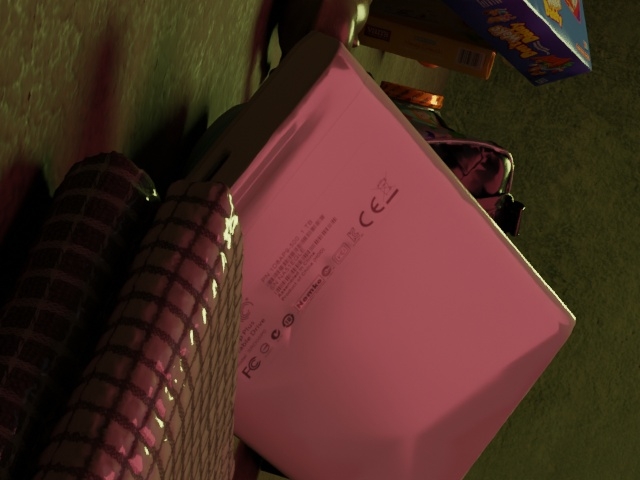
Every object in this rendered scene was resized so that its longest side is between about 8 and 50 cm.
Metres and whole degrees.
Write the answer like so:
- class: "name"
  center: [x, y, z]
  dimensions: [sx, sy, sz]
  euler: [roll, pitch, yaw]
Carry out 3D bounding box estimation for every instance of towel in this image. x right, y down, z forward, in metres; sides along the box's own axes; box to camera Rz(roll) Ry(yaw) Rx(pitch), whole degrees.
- class: "towel"
  center: [-0.126, 0.126, 0.884]
  dimensions: [0.284, 0.121, 0.235]
  euler: [95, 10, -51]

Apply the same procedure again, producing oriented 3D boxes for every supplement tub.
- class: "supplement tub"
  center: [0.106, -0.123, 2.306]
  dimensions: [0.117, 0.117, 0.190]
  euler: [-36, 140, -80]

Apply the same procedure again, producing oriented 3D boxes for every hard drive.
- class: "hard drive"
  center: [0.024, 0.052, 1.129]
  dimensions: [0.233, 0.047, 0.353]
  euler: [-52, 132, -7]

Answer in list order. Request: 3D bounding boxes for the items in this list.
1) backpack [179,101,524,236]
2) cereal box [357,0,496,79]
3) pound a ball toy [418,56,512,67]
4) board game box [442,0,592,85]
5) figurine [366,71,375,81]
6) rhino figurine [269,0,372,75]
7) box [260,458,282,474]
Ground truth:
- class: "backpack"
  center: [0.000, 0.000, 1.234]
  dimensions: [0.253, 0.191, 0.225]
  euler: [-4, 113, -44]
- class: "cereal box"
  center: [0.151, -0.295, 2.033]
  dimensions: [0.240, 0.173, 0.047]
  euler: [-65, 169, -53]
- class: "pound a ball toy"
  center: [0.215, -0.320, 2.375]
  dimensions: [0.319, 0.208, 0.136]
  euler: [-63, 166, -65]
- class: "board game box"
  center: [0.211, -0.349, 1.899]
  dimensions: [0.347, 0.078, 0.233]
  euler: [28, 53, -58]
- class: "figurine"
  center: [0.040, -0.075, 2.051]
  dimensions: [0.209, 0.092, 0.215]
  euler: [77, 29, -60]
- class: "rhino figurine"
  center: [0.014, -0.226, 1.463]
  dimensions: [0.243, 0.073, 0.106]
  euler: [-71, 175, -45]
- class: "box"
  center: [0.009, 0.206, 2.101]
  dimensions: [0.270, 0.060, 0.216]
  euler: [162, -54, -74]
